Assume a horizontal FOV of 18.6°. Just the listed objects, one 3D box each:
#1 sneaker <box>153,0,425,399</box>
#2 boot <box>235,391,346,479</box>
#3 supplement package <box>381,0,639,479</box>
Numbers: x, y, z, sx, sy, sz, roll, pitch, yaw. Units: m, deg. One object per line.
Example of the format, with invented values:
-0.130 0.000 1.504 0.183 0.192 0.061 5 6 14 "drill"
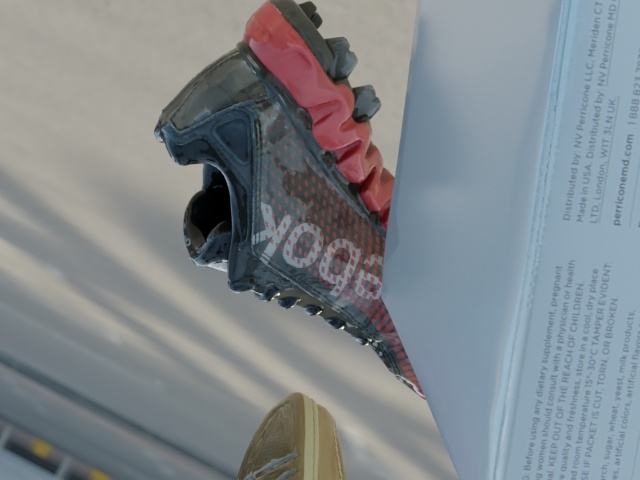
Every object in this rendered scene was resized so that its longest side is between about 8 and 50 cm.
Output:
0.000 0.000 1.111 0.276 0.135 0.097 58 178 -30 "sneaker"
0.049 0.234 1.252 0.203 0.262 0.095 16 139 -26 "boot"
0.118 -0.029 0.696 0.145 0.204 0.262 5 -165 -6 "supplement package"
